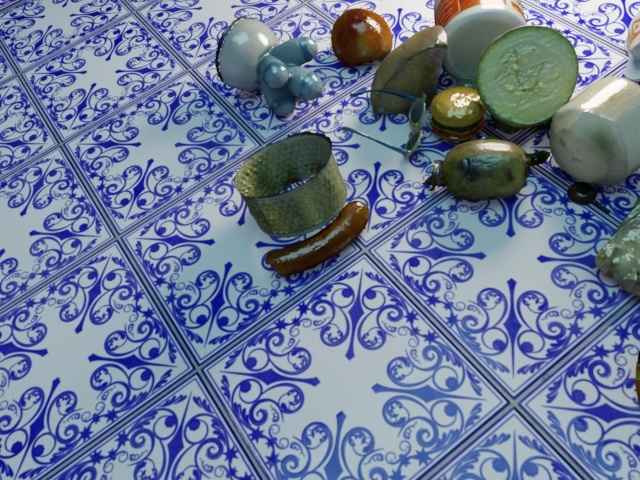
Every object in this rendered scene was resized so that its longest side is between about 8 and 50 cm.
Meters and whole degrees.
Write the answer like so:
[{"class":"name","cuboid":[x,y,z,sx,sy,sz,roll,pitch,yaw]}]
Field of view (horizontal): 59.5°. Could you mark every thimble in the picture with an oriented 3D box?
[{"class":"thimble","cuboid":[-0.070,-0.144,1.439,0.270,0.150,0.271,-15,39,13]}]

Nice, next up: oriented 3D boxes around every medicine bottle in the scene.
[{"class":"medicine bottle","cuboid":[0.463,-0.629,1.636,0.252,0.252,0.241,-4,56,9]}]

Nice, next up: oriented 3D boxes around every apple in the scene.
[{"class":"apple","cuboid":[0.130,-0.647,1.792,0.195,0.160,0.173,-13,76,10]}]

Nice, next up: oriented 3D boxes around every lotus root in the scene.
[{"class":"lotus root","cuboid":[0.386,-0.177,1.420,0.278,0.154,0.154,-1,56,20]}]

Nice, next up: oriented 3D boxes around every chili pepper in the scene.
[{"class":"chili pepper","cuboid":[0.505,-0.223,1.464,0.182,0.073,0.050,18,39,28]}]

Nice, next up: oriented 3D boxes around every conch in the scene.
[{"class":"conch","cuboid":[0.434,-0.439,1.637,0.085,0.057,0.076,-17,68,1]}]

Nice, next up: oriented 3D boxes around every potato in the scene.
[{"class":"potato","cuboid":[0.240,-0.520,1.612,0.189,0.264,0.211,-2,61,-1]}]

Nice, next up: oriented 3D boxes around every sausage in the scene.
[{"class":"sausage","cuboid":[0.003,0.003,1.411,0.302,0.076,0.103,-30,56,-9]}]

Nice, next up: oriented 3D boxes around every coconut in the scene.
[{"class":"coconut","cuboid":[0.708,-0.274,1.360,0.265,0.237,0.237,-33,56,-13]}]

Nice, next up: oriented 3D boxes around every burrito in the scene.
[{"class":"burrito","cuboid":[0.759,-0.018,1.258,0.175,0.107,0.348,35,71,12]}]

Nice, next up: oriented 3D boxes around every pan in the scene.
[{"class":"pan","cuboid":[0.667,-0.108,1.382,0.068,0.023,0.115,-38,57,-15]}]

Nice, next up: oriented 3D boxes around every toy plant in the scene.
[{"class":"toy plant","cuboid":[-0.129,-0.522,1.714,0.332,0.247,0.247,30,67,23]}]

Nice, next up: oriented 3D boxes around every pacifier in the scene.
[{"class":"pacifier","cuboid":[0.969,-0.546,1.549,0.207,0.227,0.279,28,59,-18]}]

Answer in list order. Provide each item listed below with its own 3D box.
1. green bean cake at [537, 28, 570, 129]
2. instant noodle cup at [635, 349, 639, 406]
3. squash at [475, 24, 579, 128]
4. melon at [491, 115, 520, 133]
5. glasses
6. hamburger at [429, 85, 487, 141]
[{"class":"green bean cake","cuboid":[0.610,-0.430,1.503,0.107,0.208,0.194,-6,53,11]},{"class":"instant noodle cup","cuboid":[0.719,0.275,1.006,0.182,0.230,0.230,-3,56,-1]},{"class":"squash","cuboid":[0.528,-0.418,1.429,0.252,0.049,0.252,2,96,18]},{"class":"melon","cuboid":[0.515,-0.363,1.540,0.099,0.099,0.162,-7,58,7]},{"class":"glasses","cuboid":[0.178,-0.332,1.570,0.220,0.088,0.190,9,69,4]},{"class":"hamburger","cuboid":[0.379,-0.351,1.550,0.162,0.115,0.162,-5,54,7]}]
